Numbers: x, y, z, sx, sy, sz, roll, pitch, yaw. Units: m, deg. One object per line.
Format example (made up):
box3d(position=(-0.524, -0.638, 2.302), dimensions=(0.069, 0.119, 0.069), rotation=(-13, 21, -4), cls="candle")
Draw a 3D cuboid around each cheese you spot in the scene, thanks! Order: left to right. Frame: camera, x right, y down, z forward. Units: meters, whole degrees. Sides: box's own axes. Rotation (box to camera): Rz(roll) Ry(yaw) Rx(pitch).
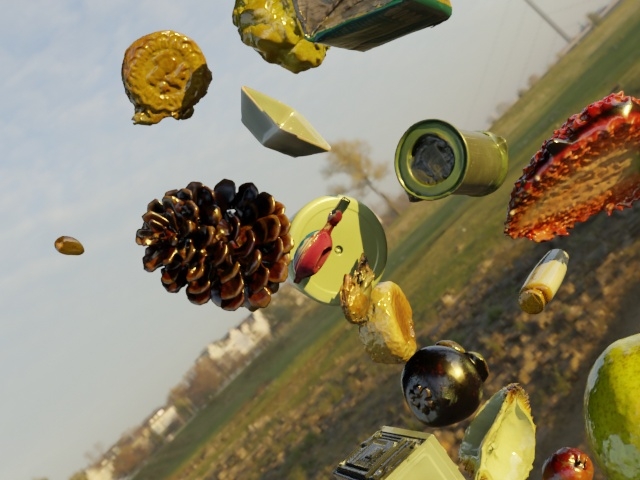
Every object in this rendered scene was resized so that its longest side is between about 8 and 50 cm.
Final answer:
box3d(position=(0.000, 0.000, 1.995), dimensions=(0.244, 0.062, 0.155), rotation=(-59, -16, 4), cls="cheese")

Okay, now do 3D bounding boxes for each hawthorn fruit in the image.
box3d(position=(0.360, 0.337, 1.191), dimensions=(0.077, 0.077, 0.077), rotation=(-44, -3, -3), cls="hawthorn fruit")

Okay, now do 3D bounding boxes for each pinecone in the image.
box3d(position=(-0.184, 0.000, 1.407), dimensions=(0.246, 0.246, 0.292), rotation=(-46, -28, 17), cls="pinecone")

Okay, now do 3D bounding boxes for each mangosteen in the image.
box3d(position=(0.331, 0.377, 2.183), dimensions=(0.243, 0.243, 0.243), rotation=(-44, -3, -3), cls="mangosteen")

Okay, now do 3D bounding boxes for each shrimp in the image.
box3d(position=(0.100, 0.094, 2.000), dimensions=(0.066, 0.117, 0.262), rotation=(-5, 40, 15), cls="shrimp")

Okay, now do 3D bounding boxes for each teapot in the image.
box3d(position=(0.339, -0.187, 2.142), dimensions=(0.270, 0.200, 0.337), rotation=(-42, -20, 28), cls="teapot")

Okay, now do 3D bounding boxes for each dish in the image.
box3d(position=(-0.076, -0.230, 1.716), dimensions=(0.064, 0.154, 0.234), rotation=(-50, -30, 18), cls="dish")

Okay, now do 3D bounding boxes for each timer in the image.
box3d(position=(-0.008, 0.031, 2.254), dimensions=(0.291, 0.290, 0.315), rotation=(-43, 13, -18), cls="timer")

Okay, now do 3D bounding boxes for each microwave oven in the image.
box3d(position=(0.134, 0.424, 1.458), dimensions=(0.162, 0.122, 0.208), rotation=(-37, 5, -21), cls="microwave oven")

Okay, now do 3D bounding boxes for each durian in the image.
box3d(position=(0.332, 0.373, 1.509), dimensions=(0.252, 0.144, 0.139), rotation=(-45, -28, -35), cls="durian")

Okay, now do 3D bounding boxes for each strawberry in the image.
box3d(position=(0.432, -0.134, 1.417), dimensions=(0.306, 0.137, 0.233), rotation=(-22, -47, -1), cls="strawberry")

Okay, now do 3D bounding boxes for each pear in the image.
box3d(position=(0.711, 0.377, 1.640), dimensions=(0.391, 0.391, 0.391), rotation=(-44, -3, -3), cls="pear")

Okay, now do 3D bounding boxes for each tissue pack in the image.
box3d(position=(0.083, -0.399, 1.316), dimensions=(0.192, 0.134, 0.271), rotation=(-18, 2, 23), cls="tissue pack")

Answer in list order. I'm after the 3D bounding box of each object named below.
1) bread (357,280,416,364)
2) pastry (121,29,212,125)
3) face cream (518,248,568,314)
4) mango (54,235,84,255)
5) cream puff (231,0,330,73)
box3d(position=(0.179, 0.235, 2.284), dimensions=(0.134, 0.244, 0.244), rotation=(-22, 4, 17), cls="bread")
box3d(position=(-0.404, -0.433, 2.145), dimensions=(0.240, 0.235, 0.132), rotation=(-13, 19, -18), cls="pastry")
box3d(position=(0.418, 0.074, 1.524), dimensions=(0.072, 0.051, 0.182), rotation=(-28, 10, 40), cls="face cream")
box3d(position=(-0.737, 0.018, 2.403), dimensions=(0.046, 0.089, 0.060), rotation=(-32, 41, 48), cls="mango")
box3d(position=(-0.077, -0.539, 1.991), dimensions=(0.185, 0.282, 0.282), rotation=(-55, -7, 25), cls="cream puff")
